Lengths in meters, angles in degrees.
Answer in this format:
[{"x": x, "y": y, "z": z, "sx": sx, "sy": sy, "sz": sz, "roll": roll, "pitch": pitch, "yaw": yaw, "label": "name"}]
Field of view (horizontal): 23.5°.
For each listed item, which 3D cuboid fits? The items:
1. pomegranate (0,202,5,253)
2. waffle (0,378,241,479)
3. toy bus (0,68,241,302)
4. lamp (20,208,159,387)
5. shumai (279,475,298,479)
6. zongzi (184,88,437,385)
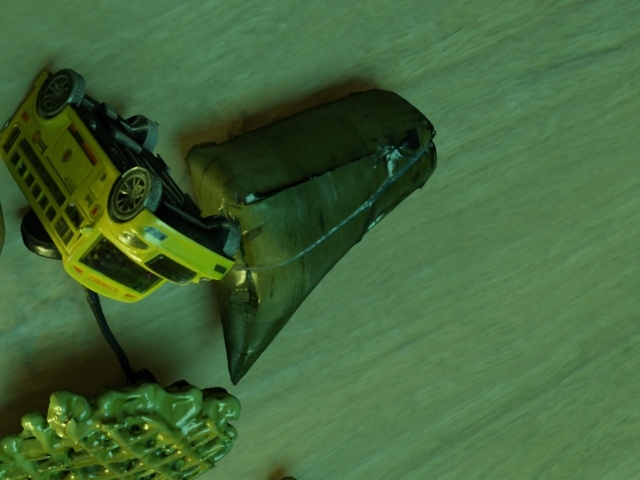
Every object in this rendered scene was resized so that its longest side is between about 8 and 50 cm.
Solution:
[{"x": -0.453, "y": 0.002, "z": 1.598, "sx": 0.229, "sy": 0.252, "sz": 0.270, "roll": -31, "pitch": 133, "yaw": -40, "label": "pomegranate"}, {"x": -0.261, "y": 0.273, "z": 1.965, "sx": 0.317, "sy": 0.073, "sz": 0.297, "roll": 5, "pitch": 140, "yaw": -34, "label": "waffle"}, {"x": -0.227, "y": -0.048, "z": 1.661, "sx": 0.152, "sy": 0.330, "sz": 0.144, "roll": -50, "pitch": 134, "yaw": 9, "label": "toy bus"}, {"x": -0.238, "y": 0.091, "z": 1.892, "sx": 0.109, "sy": 0.130, "sz": 0.371, "roll": -25, "pitch": 127, "yaw": 2, "label": "lamp"}, {"x": -0.027, "y": 0.452, "z": 2.264, "sx": 0.153, "sy": 0.161, "sz": 0.209, "roll": 12, "pitch": 95, "yaw": -36, "label": "shumai"}, {"x": 0.000, "y": 0.000, "z": 1.966, "sx": 0.323, "sy": 0.160, "sz": 0.360, "roll": -19, "pitch": 128, "yaw": -22, "label": "zongzi"}]
